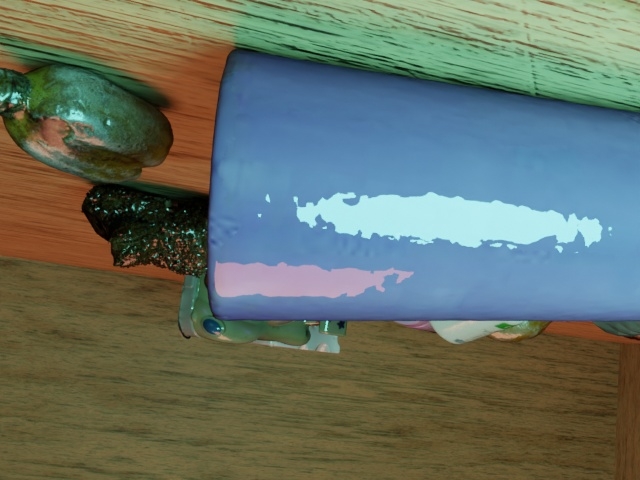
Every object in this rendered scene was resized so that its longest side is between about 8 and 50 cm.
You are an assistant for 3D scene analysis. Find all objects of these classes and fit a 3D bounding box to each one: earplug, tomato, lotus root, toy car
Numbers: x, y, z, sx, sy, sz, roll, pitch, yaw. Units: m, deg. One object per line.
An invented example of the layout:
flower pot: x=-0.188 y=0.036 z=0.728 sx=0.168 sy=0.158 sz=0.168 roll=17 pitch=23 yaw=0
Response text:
earplug: x=0.139 y=-0.026 z=0.542 sx=0.455 sy=0.215 sz=0.215 roll=5 pitch=171 yaw=-4
tomato: x=0.368 y=0.120 z=1.284 sx=0.213 sy=0.155 sz=0.180 roll=-9 pitch=176 yaw=16
lotus root: x=-0.228 y=-0.113 z=0.622 sx=0.113 sy=0.088 sz=0.192 roll=-19 pitch=157 yaw=32
toy car: x=-0.107 y=0.105 z=1.378 sx=0.226 sy=0.242 sz=0.336 roll=4 pitch=172 yaw=32

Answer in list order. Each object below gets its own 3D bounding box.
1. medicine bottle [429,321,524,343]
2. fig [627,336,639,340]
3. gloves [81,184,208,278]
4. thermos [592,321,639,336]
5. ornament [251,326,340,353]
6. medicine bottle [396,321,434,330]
medicine bottle: x=0.299 y=0.081 z=1.109 sx=0.139 sy=0.139 sz=0.237 roll=13 pitch=149 yaw=-34
fig: x=0.648 y=0.118 z=1.345 sx=0.146 sy=0.134 sz=0.201 roll=-30 pitch=130 yaw=26
gloves: x=-0.254 y=-0.010 z=1.118 sx=0.312 sy=0.135 sz=0.210 roll=10 pitch=177 yaw=1
thermos: x=0.539 y=0.065 z=0.995 sx=0.182 sy=0.145 sz=0.286 roll=-24 pitch=174 yaw=-10
ornament: x=-0.098 y=0.175 z=1.803 sx=0.239 sy=0.240 sz=0.239 roll=15 pitch=169 yaw=-39
medicine bottle: x=0.262 y=0.149 z=1.644 sx=0.152 sy=0.152 sz=0.254 roll=2 pitch=169 yaw=30
